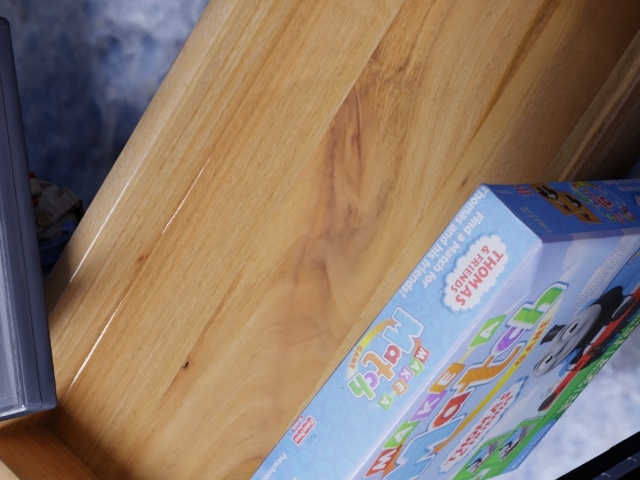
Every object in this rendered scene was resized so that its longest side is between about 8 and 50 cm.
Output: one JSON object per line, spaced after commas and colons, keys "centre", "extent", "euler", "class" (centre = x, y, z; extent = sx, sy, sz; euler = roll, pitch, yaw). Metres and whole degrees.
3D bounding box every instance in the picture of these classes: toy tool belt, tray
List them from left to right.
{"centre": [-0.145, -0.003, 1.044], "extent": [0.052, 0.083, 0.051], "euler": [-22, 80, -6], "class": "toy tool belt"}
{"centre": [0.000, 0.000, 0.966], "extent": [0.203, 0.076, 0.411], "euler": [41, 109, 23], "class": "tray"}

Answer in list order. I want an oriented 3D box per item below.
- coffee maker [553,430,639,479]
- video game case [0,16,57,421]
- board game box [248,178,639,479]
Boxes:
{"centre": [0.154, 0.124, 0.787], "extent": [0.178, 0.171, 0.120], "euler": [-28, 80, -18], "class": "coffee maker"}
{"centre": [-0.232, 0.012, 1.067], "extent": [0.274, 0.026, 0.196], "euler": [-18, 78, 50], "class": "video game case"}
{"centre": [0.075, 0.044, 0.843], "extent": [0.039, 0.211, 0.160], "euler": [45, 112, 21], "class": "board game box"}
